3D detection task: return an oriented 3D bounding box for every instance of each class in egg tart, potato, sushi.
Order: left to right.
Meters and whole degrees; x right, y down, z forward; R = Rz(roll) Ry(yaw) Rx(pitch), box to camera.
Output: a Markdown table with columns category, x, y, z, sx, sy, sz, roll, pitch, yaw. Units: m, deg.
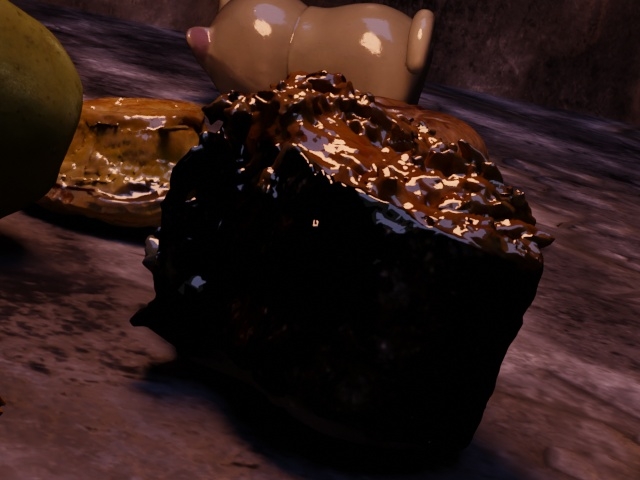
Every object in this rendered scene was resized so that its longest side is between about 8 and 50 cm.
| category | x | y | z | sx | sy | sz | roll | pitch | yaw |
| --- | --- | --- | --- | --- | --- | --- | --- | --- | --- |
| potato | -0.341 | -0.118 | 1.120 | 0.304 | 0.215 | 0.216 | 22 | 10 | -10 |
| egg tart | -0.173 | -0.077 | 1.356 | 0.241 | 0.105 | 0.241 | 5 | 15 | -1 |
| sushi | 0.000 | 0.000 | 0.975 | 0.234 | 0.207 | 0.348 | 15 | 12 | -27 |

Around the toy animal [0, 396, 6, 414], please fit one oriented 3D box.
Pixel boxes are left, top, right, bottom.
| category | x | y | z | sx | sy | sz | roll | pitch | yaw |
| --- | --- | --- | --- | --- | --- | --- | --- | --- | --- |
| toy animal | -0.239 | 0.064 | 0.720 | 0.116 | 0.114 | 0.255 | -35 | 22 | -11 |

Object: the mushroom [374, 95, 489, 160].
| category | x | y | z | sx | sy | sz | roll | pitch | yaw |
| --- | --- | --- | --- | --- | --- | --- | --- | --- | --- |
| mushroom | 0.036 | -0.077 | 1.484 | 0.278 | 0.146 | 0.278 | -9 | 11 | 2 |

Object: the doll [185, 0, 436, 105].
| category | x | y | z | sx | sy | sz | roll | pitch | yaw |
| --- | --- | --- | --- | --- | --- | --- | --- | --- | --- |
| doll | 0.003 | -0.262 | 2.186 | 0.370 | 0.226 | 0.215 | 7 | 40 | 18 |
